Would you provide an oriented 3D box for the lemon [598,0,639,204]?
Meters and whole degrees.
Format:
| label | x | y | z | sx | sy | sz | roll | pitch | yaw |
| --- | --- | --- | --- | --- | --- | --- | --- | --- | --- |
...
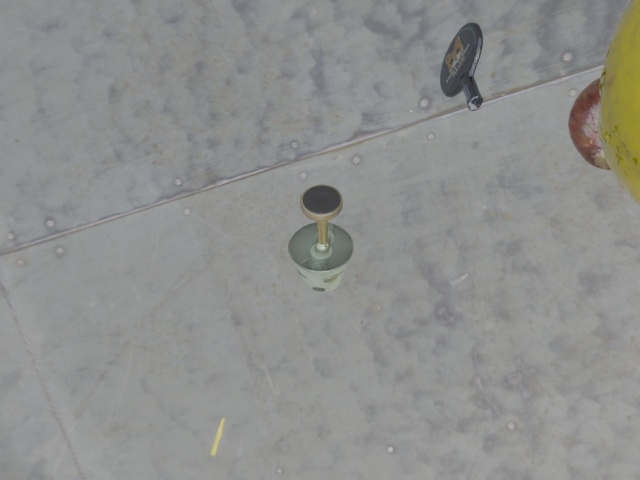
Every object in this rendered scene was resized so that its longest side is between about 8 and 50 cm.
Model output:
| label | x | y | z | sx | sy | sz | roll | pitch | yaw |
| --- | --- | --- | --- | --- | --- | --- | --- | --- | --- |
| lemon | 0.326 | -0.118 | 0.372 | 0.260 | 0.260 | 0.284 | 17 | 132 | 5 |

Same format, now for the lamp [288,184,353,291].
| label | x | y | z | sx | sy | sz | roll | pitch | yaw |
| --- | --- | --- | --- | --- | --- | --- | --- | --- | --- |
| lamp | 0.000 | 0.000 | 1.022 | 0.121 | 0.121 | 0.215 | 7 | 142 | 8 |

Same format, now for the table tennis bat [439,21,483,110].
| label | x | y | z | sx | sy | sz | roll | pitch | yaw |
| --- | --- | --- | --- | --- | --- | --- | --- | --- | --- |
| table tennis bat | 0.290 | -0.342 | 1.140 | 0.027 | 0.236 | 0.150 | 13 | 136 | -15 |

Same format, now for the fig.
| label | x | y | z | sx | sy | sz | roll | pitch | yaw |
| --- | --- | --- | --- | --- | --- | --- | --- | --- | --- |
| fig | 0.492 | -0.204 | 0.899 | 0.143 | 0.230 | 0.160 | 40 | 134 | 22 |
